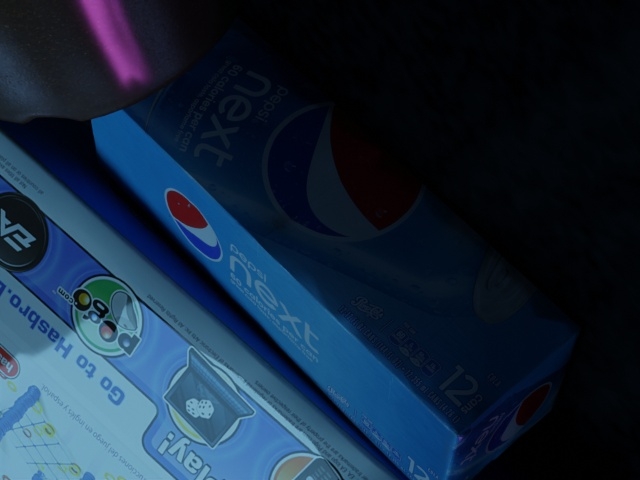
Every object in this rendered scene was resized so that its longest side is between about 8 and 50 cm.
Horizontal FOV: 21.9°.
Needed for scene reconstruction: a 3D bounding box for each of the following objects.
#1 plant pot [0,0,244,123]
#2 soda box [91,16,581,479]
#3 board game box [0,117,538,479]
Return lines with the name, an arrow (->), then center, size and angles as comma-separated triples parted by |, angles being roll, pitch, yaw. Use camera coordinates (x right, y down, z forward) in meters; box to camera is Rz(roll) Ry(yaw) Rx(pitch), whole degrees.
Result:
plant pot -> -0.101, -0.134, 0.530 | 0.167, 0.167, 0.165 | 37, 163, 33
soda box -> 0.000, 0.000, 0.647 | 0.210, 0.067, 0.071 | 43, 157, 21
board game box -> -0.089, 0.149, 0.748 | 0.308, 0.086, 0.302 | 41, 114, 13
